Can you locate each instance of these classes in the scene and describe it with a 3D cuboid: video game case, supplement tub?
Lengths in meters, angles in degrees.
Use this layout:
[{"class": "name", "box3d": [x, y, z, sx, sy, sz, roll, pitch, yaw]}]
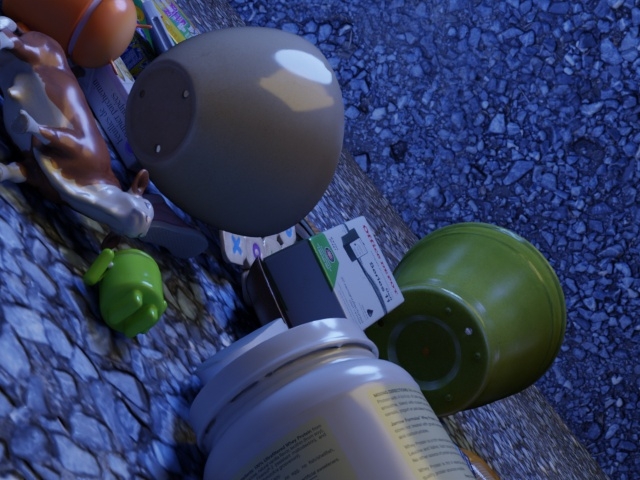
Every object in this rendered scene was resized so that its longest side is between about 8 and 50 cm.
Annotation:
[{"class": "video game case", "box3d": [-0.253, -0.277, 1.771, 0.212, 0.023, 0.193, 81, -15, -50]}, {"class": "supplement tub", "box3d": [0.033, 0.260, 0.965, 0.324, 0.235, 0.235, 58, 13, 26]}]

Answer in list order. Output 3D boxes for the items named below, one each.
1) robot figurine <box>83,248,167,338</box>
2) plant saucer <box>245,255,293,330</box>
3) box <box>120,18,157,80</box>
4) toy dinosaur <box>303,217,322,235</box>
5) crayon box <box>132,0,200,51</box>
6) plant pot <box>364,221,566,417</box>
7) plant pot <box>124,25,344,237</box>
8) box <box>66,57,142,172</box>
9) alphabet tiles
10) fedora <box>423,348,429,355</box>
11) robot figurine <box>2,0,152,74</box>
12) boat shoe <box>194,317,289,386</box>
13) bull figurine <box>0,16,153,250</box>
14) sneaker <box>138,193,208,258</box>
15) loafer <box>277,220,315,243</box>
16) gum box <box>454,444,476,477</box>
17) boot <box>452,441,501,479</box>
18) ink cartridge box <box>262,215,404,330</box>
[{"class": "robot figurine", "box3d": [-0.201, 0.053, 1.087, 0.101, 0.067, 0.115, 47, 13, -32]}, {"class": "plant saucer", "box3d": [-0.060, 0.117, 1.434, 0.198, 0.036, 0.198, 156, -90, -90]}, {"class": "box", "box3d": [-0.332, -0.338, 1.790, 0.059, 0.054, 0.169, 39, 18, -51]}, {"class": "toy dinosaur", "box3d": [0.000, 0.000, 2.057, 0.112, 0.064, 0.211, 37, 19, -49]}, {"class": "crayon box", "box3d": [-0.319, -0.413, 2.000, 0.165, 0.081, 0.278, 50, 11, -14]}, {"class": "plant pot", "box3d": [0.243, 0.166, 1.903, 0.366, 0.366, 0.353, 54, 23, 8]}, {"class": "plant pot", "box3d": [-0.138, -0.152, 1.323, 0.191, 0.284, 0.284, 7, 44, -51]}, {"class": "box", "box3d": [-0.320, -0.239, 1.515, 0.324, 0.063, 0.067, 57, 13, 21]}, {"class": "alphabet tiles", "box3d": [-0.100, -0.032, 1.574, 0.278, 0.021, 0.284, 19, 61, -67]}, {"class": "fedora", "box3d": [0.211, 0.206, 2.224, 0.194, 0.079, 0.194, 49, 12, -15]}, {"class": "robot figurine", "box3d": [-0.351, -0.324, 1.426, 0.219, 0.128, 0.158, 33, 35, -4]}, {"class": "boat shoe", "box3d": [-0.066, 0.162, 1.194, 0.105, 0.113, 0.306, 59, -3, 6]}, {"class": "bull figurine", "box3d": [-0.301, -0.121, 1.135, 0.310, 0.101, 0.188, 57, 14, 21]}, {"class": "sneaker", "box3d": [-0.202, -0.024, 1.358, 0.134, 0.051, 0.070, 26, 33, -57]}, {"class": "loafer", "box3d": [-0.110, -0.032, 1.719, 0.267, 0.096, 0.084, 44, 53, -29]}, {"class": "gum box", "box3d": [0.081, 0.281, 1.283, 0.184, 0.157, 0.041, 46, 14, -33]}, {"class": "boot", "box3d": [0.250, 0.416, 1.714, 0.211, 0.104, 0.295, 41, -14, 40]}, {"class": "ink cartridge box", "box3d": [0.024, 0.060, 1.474, 0.153, 0.087, 0.208, 64, 26, 0]}]
